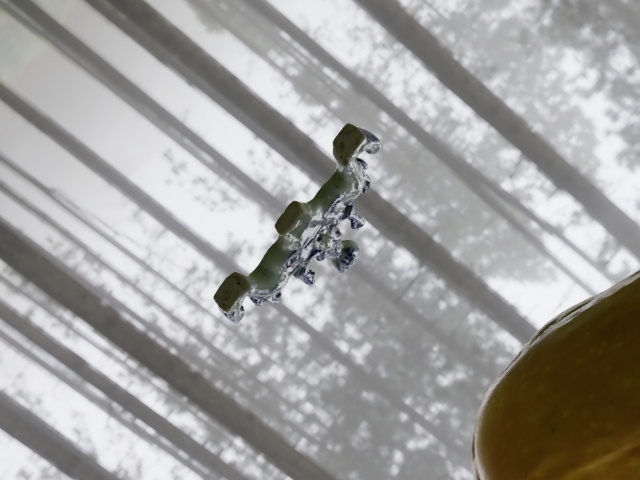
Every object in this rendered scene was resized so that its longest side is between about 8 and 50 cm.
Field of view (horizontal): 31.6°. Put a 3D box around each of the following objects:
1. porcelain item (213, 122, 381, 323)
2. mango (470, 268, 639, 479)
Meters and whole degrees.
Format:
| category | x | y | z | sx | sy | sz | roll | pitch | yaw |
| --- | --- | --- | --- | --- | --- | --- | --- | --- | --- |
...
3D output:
| category | x | y | z | sx | sy | sz | roll | pitch | yaw |
| --- | --- | --- | --- | --- | --- | --- | --- | --- | --- |
| porcelain item | 0.000 | 0.000 | 0.668 | 0.136 | 0.075 | 0.021 | -52 | -128 | 4 |
| mango | 0.231 | 0.063 | 0.433 | 0.359 | 0.187 | 0.144 | -13 | -159 | 12 |
